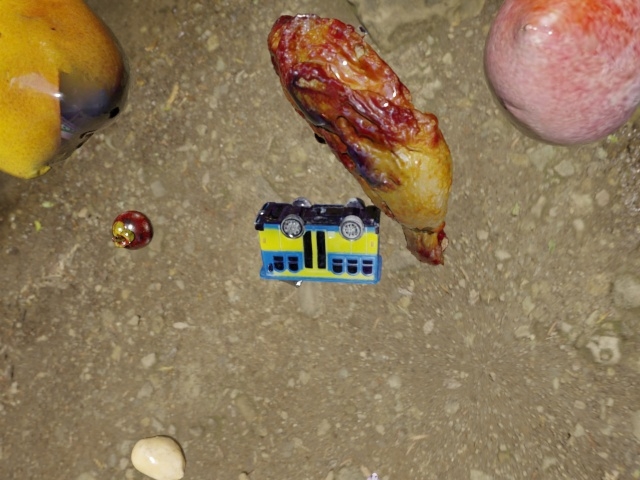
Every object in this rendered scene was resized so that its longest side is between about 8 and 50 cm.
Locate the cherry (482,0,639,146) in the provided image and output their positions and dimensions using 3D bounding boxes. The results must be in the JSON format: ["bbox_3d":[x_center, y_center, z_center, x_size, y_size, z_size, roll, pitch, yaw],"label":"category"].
[{"bbox_3d":[0.304,-0.242,0.651,0.239,0.239,0.206,-31,36,8],"label":"cherry"}]

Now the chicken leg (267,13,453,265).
[{"bbox_3d":[0.055,-0.091,0.547,0.083,0.177,0.322,-45,97,-13],"label":"chicken leg"}]

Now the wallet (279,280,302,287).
[{"bbox_3d":[-0.064,0.069,1.557,0.030,0.285,0.146,34,81,-14],"label":"wallet"}]

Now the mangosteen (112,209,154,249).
[{"bbox_3d":[-0.366,-0.018,1.012,0.080,0.081,0.081,-4,76,17],"label":"mangosteen"}]

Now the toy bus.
[{"bbox_3d":[0.000,0.000,1.216,0.287,0.138,0.175,2,118,9],"label":"toy bus"}]

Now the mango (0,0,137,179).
[{"bbox_3d":[-0.336,-0.213,0.630,0.287,0.201,0.153,57,137,29],"label":"mango"}]

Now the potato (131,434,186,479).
[{"bbox_3d":[-0.419,0.567,1.357,0.147,0.112,0.112,26,85,-13],"label":"potato"}]

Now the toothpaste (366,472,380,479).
[{"bbox_3d":[0.104,0.550,1.096,0.045,0.028,0.170,34,131,40],"label":"toothpaste"}]
